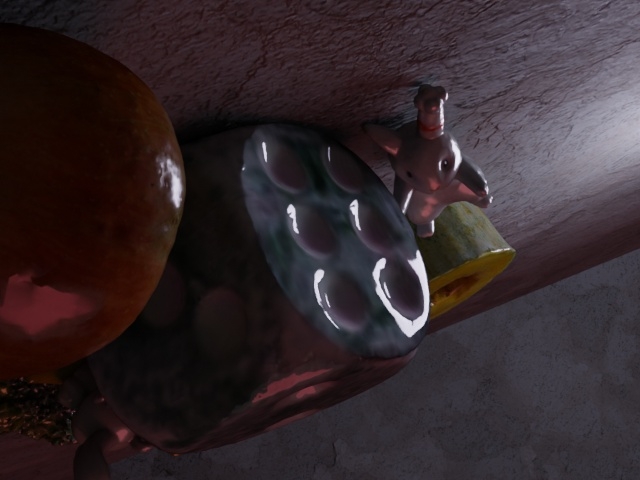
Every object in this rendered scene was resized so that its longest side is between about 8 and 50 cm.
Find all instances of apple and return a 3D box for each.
[{"bbox_3d":[-0.270,-0.032,0.624,0.309,0.277,0.250,-38,145,21],"label":"apple"}]

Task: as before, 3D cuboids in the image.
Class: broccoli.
[{"bbox_3d":[-0.509,0.207,1.263,0.397,0.274,0.353,3,140,-11],"label":"broccoli"}]

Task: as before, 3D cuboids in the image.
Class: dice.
[{"bbox_3d":[-0.085,0.065,1.056,0.348,0.327,0.330,-32,162,29],"label":"dice"}]

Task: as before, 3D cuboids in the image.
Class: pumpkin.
[{"bbox_3d":[0.186,0.034,1.593,0.332,0.199,0.332,-28,163,-9],"label":"pumpkin"}]

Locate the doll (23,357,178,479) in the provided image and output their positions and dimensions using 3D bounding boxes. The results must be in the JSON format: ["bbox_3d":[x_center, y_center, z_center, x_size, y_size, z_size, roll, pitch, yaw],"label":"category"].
[{"bbox_3d":[-0.273,0.216,1.108,0.252,0.237,0.111,-8,136,-54],"label":"doll"}]

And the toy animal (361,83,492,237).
[{"bbox_3d":[0.154,-0.104,1.168,0.141,0.138,0.282,-21,163,12],"label":"toy animal"}]
